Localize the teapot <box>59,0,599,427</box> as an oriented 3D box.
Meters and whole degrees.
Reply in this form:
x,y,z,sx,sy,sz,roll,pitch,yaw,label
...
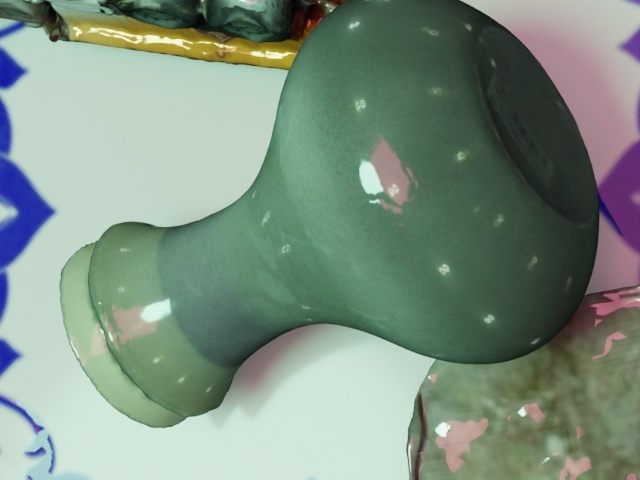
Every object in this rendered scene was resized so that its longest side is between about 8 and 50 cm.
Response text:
x,y,z,sx,sy,sz,roll,pitch,yaw,label
0.000,0.000,0.815,0.251,0.183,0.183,-28,78,28,teapot

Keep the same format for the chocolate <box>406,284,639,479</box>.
x,y,z,sx,sy,sz,roll,pitch,yaw,label
0.150,0.177,0.807,0.185,0.100,0.303,-14,72,16,chocolate

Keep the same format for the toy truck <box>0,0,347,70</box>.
x,y,z,sx,sy,sz,roll,pitch,yaw,label
-0.087,-0.156,0.884,0.270,0.135,0.114,9,83,8,toy truck
